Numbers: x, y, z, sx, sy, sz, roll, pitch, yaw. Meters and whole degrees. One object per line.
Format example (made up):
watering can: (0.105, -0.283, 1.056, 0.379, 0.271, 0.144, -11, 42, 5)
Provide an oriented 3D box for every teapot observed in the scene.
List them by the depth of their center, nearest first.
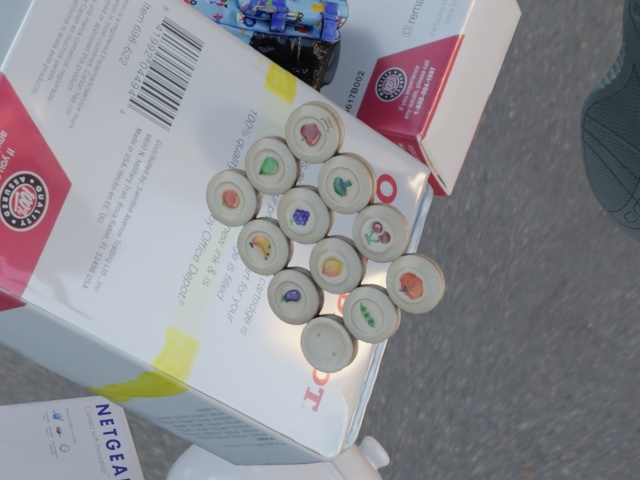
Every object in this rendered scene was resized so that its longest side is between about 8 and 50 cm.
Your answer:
teapot: (-0.009, 0.260, 1.418, 0.187, 0.252, 0.256, -38, 123, -1)

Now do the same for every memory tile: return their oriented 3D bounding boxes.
memory tile: (0.000, 0.000, 0.918, 0.113, 0.012, 0.148, -36, 86, 30)

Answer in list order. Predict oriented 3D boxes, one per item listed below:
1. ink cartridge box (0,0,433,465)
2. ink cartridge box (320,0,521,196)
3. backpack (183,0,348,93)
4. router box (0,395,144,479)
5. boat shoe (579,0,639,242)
ink cartridge box: (-0.127, -0.017, 1.199, 0.384, 0.160, 0.279, 32, 65, -27)
ink cartridge box: (0.015, -0.191, 1.490, 0.306, 0.131, 0.226, 13, 72, 24)
backpack: (-0.079, -0.204, 1.332, 0.173, 0.117, 0.158, 9, 38, -17)
router box: (-0.320, 0.315, 1.525, 0.301, 0.082, 0.335, -5, 42, -20)
boat shoe: (0.281, -0.122, 1.144, 0.103, 0.320, 0.118, -23, 52, -21)
